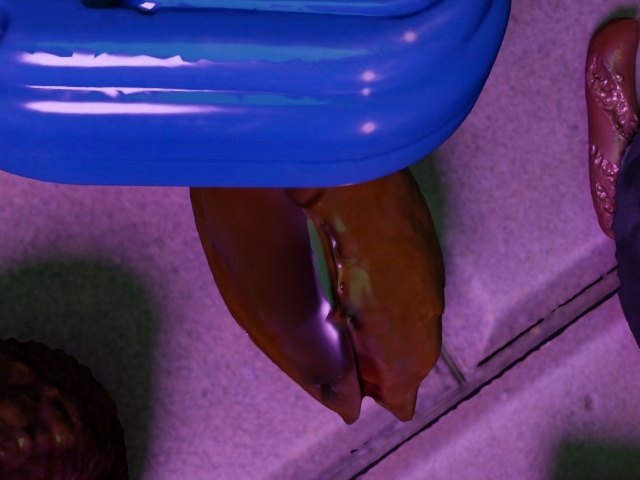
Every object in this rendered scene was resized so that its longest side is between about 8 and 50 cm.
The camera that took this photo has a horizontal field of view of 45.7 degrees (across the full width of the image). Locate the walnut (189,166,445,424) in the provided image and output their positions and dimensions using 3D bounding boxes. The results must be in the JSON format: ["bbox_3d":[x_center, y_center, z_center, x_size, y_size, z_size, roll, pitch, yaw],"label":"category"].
[{"bbox_3d":[0.000,0.000,0.458,0.137,0.137,0.245,-26,86,-7],"label":"walnut"}]

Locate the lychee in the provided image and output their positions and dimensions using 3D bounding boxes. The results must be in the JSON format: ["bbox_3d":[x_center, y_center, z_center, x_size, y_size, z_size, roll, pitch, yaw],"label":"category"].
[{"bbox_3d":[-0.195,0.144,0.406,0.194,0.194,0.194,0,88,-7],"label":"lychee"}]

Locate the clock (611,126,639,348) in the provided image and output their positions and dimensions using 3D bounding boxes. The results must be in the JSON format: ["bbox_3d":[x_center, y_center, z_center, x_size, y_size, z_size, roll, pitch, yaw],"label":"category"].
[{"bbox_3d":[0.332,0.000,0.516,0.280,0.055,0.280,0,89,-16],"label":"clock"}]

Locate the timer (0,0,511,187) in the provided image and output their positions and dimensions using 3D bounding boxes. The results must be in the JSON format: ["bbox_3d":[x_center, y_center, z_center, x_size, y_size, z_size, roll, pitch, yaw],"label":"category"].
[{"bbox_3d":[-0.062,-0.191,0.408,0.309,0.115,0.340,1,63,-6],"label":"timer"}]

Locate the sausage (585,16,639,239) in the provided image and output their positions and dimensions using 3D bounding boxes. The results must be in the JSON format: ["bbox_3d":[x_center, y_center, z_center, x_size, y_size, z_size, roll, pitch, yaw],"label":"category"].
[{"bbox_3d":[0.208,-0.079,0.532,0.042,0.036,0.158,-1,89,-19],"label":"sausage"}]
